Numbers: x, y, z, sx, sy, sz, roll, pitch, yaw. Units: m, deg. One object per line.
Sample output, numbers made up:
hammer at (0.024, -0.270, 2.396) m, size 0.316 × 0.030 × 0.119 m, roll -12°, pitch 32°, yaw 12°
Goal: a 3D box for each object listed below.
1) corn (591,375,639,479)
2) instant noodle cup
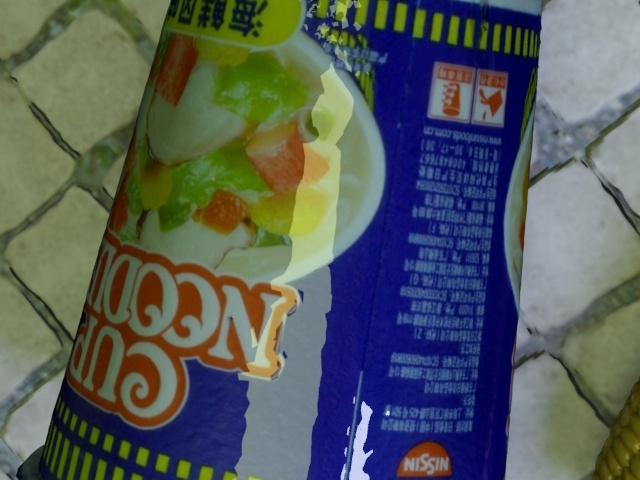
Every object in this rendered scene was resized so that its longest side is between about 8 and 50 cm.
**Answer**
corn at (0.247, 0.046, 0.988) m, size 0.106 × 0.106 × 0.305 m, roll 35°, pitch 112°, yaw 4°
instant noodle cup at (0.000, 0.000, 0.972) m, size 0.284 × 0.284 × 0.312 m, roll 12°, pitch 98°, yaw 12°
